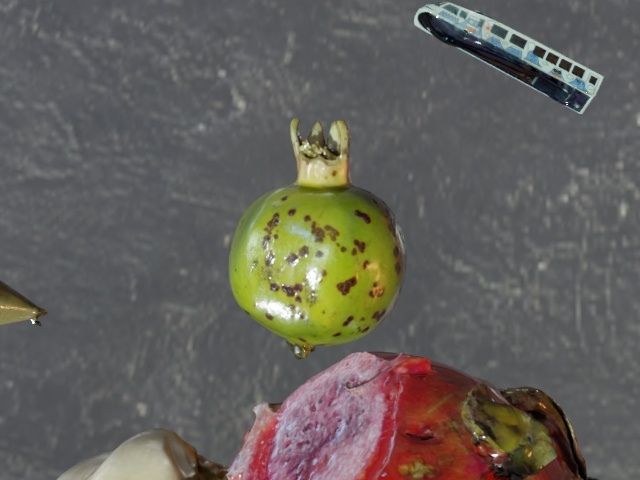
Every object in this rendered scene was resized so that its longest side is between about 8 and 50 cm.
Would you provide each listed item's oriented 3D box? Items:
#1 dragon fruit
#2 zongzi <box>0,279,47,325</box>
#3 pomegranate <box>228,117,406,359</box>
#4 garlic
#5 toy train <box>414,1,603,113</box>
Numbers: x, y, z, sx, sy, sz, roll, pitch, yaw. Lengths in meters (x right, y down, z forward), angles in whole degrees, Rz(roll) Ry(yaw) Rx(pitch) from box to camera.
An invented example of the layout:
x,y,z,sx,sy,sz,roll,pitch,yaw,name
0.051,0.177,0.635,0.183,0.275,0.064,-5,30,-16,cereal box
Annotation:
x,y,z,sx,sy,sz,roll,pitch,yaw,name
0.092,0.222,1.244,0.269,0.250,0.291,-26,124,34,dragon fruit
-0.435,0.052,1.678,0.228,0.115,0.256,-15,153,40,zongzi
-0.010,-0.003,1.817,0.198,0.246,0.198,-19,166,-5,pomegranate
-0.132,0.296,1.576,0.281,0.203,0.185,23,114,5,garlic
0.197,-0.201,1.782,0.207,0.047,0.043,27,155,0,toy train
